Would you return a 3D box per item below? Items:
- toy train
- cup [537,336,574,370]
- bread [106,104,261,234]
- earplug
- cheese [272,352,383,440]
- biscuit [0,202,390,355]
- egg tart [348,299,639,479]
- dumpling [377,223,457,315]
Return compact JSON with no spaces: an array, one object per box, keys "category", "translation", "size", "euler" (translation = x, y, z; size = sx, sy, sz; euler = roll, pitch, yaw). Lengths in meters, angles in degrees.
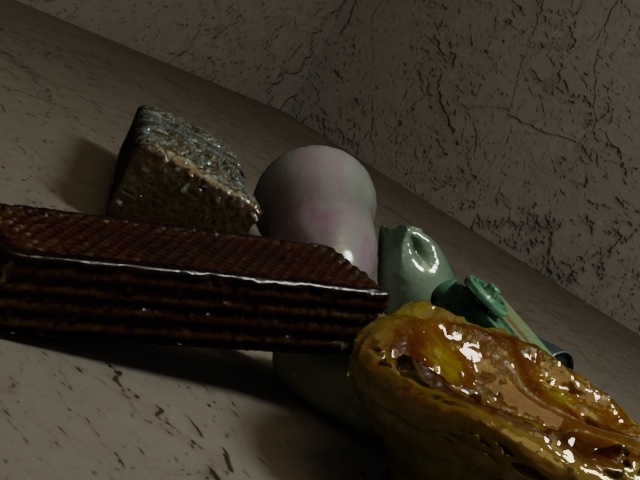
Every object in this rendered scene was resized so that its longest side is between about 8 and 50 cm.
[{"category":"toy train","translation":[0.233,0.159,1.490],"size":[0.177,0.116,0.285],"euler":[31,15,-47]},{"category":"cup","translation":[0.305,0.182,1.801],"size":[0.077,0.078,0.100],"euler":[32,-26,45]},{"category":"bread","translation":[-0.177,-0.081,1.618],"size":[0.165,0.113,0.416],"euler":[29,8,-13]},{"category":"earplug","translation":[0.000,0.000,1.622],"size":[0.172,0.172,0.301],"euler":[27,16,-12]},{"category":"cheese","translation":[-0.010,0.112,1.214],"size":[0.227,0.064,0.137],"euler":[30,5,-2]},{"category":"biscuit","translation":[-0.120,0.036,1.071],"size":[0.388,0.073,0.107],"euler":[8,19,-38]},{"category":"egg tart","translation":[0.169,0.181,1.083],"size":[0.351,0.153,0.339],"euler":[19,15,-44]},{"category":"dumpling","translation":[0.131,0.074,1.646],"size":[0.149,0.104,0.217],"euler":[-52,117,-81]}]
